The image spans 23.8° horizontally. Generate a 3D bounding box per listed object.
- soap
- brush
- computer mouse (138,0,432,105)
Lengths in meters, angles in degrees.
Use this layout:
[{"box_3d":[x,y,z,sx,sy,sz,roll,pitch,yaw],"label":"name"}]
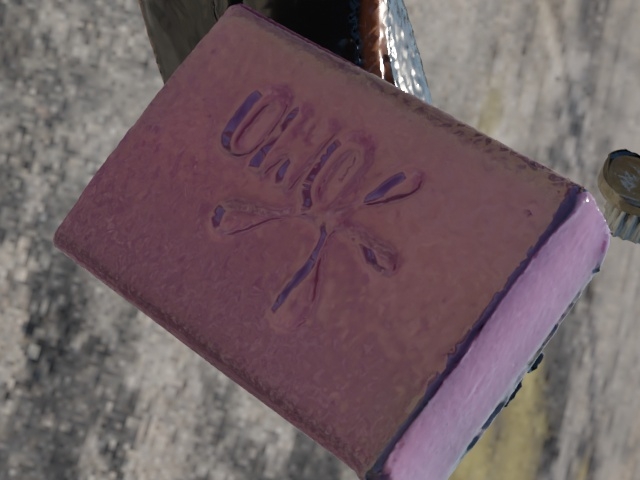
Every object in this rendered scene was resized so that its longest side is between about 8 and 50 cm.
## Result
[{"box_3d":[-0.001,-0.001,0.815,0.181,0.259,0.081,-52,147,-7],"label":"soap"},{"box_3d":[0.386,0.002,1.302,0.070,0.327,0.065,-81,-172,-47],"label":"brush"},{"box_3d":[-0.021,-0.111,1.018,0.116,0.182,0.323,-63,145,-39],"label":"computer mouse"}]
